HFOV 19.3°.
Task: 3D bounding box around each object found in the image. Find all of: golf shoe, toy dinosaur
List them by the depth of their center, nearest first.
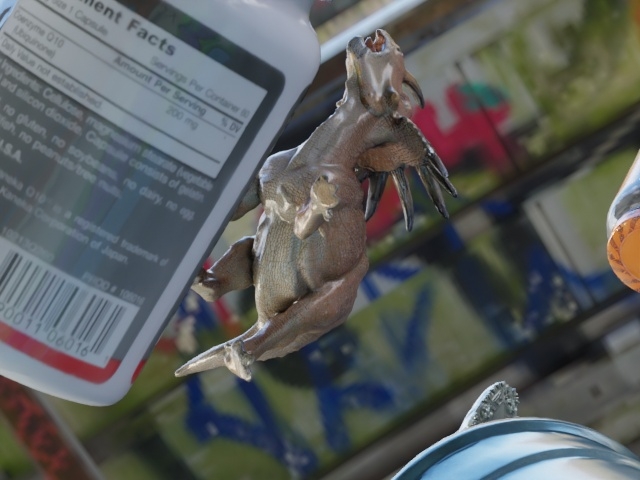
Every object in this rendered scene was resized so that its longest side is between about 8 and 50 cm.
[{"bbox_3d":[0.000,0.000,1.433,0.127,0.296,0.200,37,27,29],"label":"toy dinosaur"},{"bbox_3d":[0.161,0.235,2.131,0.086,0.069,0.176,2,56,52],"label":"golf shoe"}]

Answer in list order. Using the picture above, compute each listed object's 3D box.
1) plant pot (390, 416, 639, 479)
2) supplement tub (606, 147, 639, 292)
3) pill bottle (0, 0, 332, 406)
[{"bbox_3d":[0.223,0.313,1.380,0.341,0.341,0.334,-39,13,-17],"label":"plant pot"},{"bbox_3d":[0.345,-0.034,1.810,0.117,0.117,0.190,-18,24,35],"label":"supplement tub"},{"bbox_3d":[-0.101,-0.074,0.955,0.283,0.161,0.161,-59,20,4],"label":"pill bottle"}]
